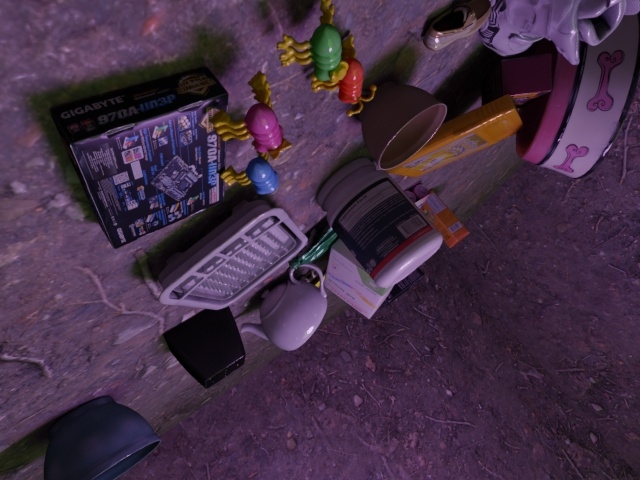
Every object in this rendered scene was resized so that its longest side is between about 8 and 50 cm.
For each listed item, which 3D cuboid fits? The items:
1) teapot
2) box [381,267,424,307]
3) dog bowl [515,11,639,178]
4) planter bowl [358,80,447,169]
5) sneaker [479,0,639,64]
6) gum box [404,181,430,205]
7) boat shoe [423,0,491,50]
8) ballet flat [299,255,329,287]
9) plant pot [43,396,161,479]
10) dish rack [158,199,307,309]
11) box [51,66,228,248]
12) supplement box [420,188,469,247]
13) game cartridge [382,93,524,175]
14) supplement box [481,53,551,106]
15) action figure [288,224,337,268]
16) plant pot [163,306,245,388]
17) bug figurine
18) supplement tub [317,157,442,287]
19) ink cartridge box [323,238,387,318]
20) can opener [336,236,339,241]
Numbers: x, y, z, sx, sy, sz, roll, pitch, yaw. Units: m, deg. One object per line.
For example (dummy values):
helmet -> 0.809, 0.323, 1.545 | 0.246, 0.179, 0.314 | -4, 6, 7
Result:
teapot -> -0.110, 0.219, 1.361 | 0.252, 0.187, 0.256 | -29, -155, 55
box -> 0.239, 0.096, 1.595 | 0.184, 0.261, 0.103 | -32, 163, -18
dog bowl -> 0.609, -0.364, 1.022 | 0.408, 0.150, 0.408 | 10, 90, -77
planter bowl -> 0.142, -0.230, 0.786 | 0.162, 0.109, 0.162 | -34, 163, -12
sneaker -> 0.402, -0.389, 0.725 | 0.137, 0.210, 0.366 | -42, 163, 13
gum box -> 0.299, -0.125, 1.477 | 0.188, 0.062, 0.107 | -31, 162, -23
boat shoe -> 0.239, -0.376, 0.703 | 0.135, 0.050, 0.045 | -36, 169, -5
ballet flat -> -0.030, 0.138, 1.499 | 0.231, 0.077, 0.077 | -42, 146, -1
plant pot -> -0.632, 0.572, 1.161 | 0.293, 0.196, 0.293 | -34, 164, -11
dish rack -> -0.179, 0.033, 0.887 | 0.285, 0.072, 0.333 | -39, 163, 0
box -> -0.207, -0.093, 0.524 | 0.175, 0.051, 0.220 | -30, 162, -27
supplement box -> 0.486, -0.089, 1.665 | 0.080, 0.233, 0.078 | -29, 162, -18
game cartridge -> 0.342, -0.249, 1.058 | 0.323, 0.053, 0.285 | -20, 174, 31
supplement box -> 0.455, -0.365, 0.974 | 0.104, 0.081, 0.188 | -4, -174, 9
action figure -> 0.000, 0.000, 1.187 | 0.232, 0.063, 0.137 | -42, 165, 0
plant pot -> -0.314, 0.310, 1.182 | 0.187, 0.167, 0.188 | -29, 163, -26
bug figurine -> -0.027, -0.172, 0.552 | 0.279, 0.072, 0.216 | -48, 169, -1
supplement tub -> 0.137, -0.043, 0.988 | 0.191, 0.272, 0.191 | -34, 163, -12
ink cartridge box -> 0.129, 0.125, 1.348 | 0.119, 0.207, 0.353 | -47, 164, -25
can opener -> 0.081, -0.001, 1.393 | 0.059, 0.073, 0.186 | 0, 161, 8
